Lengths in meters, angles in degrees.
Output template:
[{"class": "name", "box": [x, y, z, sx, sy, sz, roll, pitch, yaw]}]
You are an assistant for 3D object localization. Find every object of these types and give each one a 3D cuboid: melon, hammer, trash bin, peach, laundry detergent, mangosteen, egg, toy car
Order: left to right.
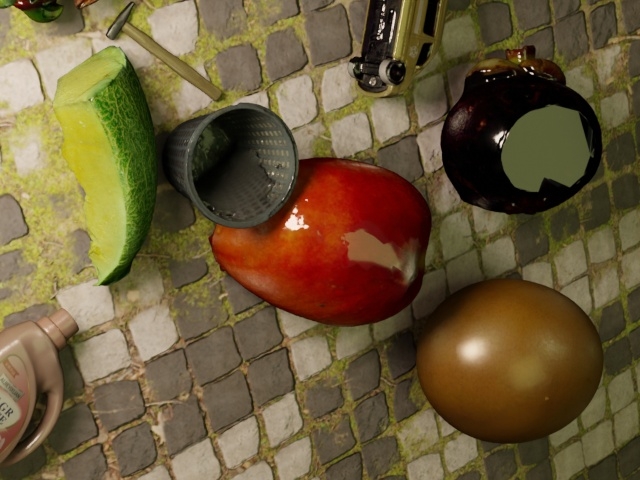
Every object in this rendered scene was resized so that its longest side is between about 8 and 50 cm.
[{"class": "laundry detergent", "box": [-0.423, 0.211, 1.588, 0.237, 0.076, 0.171, -39, 121, -22]}, {"class": "melon", "box": [-0.282, -0.088, 1.578, 0.124, 0.196, 0.323, -6, 118, 4]}, {"class": "hammer", "box": [-0.215, -0.264, 1.637, 0.199, 0.013, 0.062, 35, 83, -35]}, {"class": "trash bin", "box": [-0.142, -0.114, 1.631, 0.175, 0.161, 0.175, -6, 102, -29]}, {"class": "peach", "box": [0.000, 0.000, 1.763, 0.338, 0.281, 0.281, 7, 100, 0]}, {"class": "toy car", "box": [0.133, -0.347, 1.794, 0.124, 0.101, 0.256, 4, 99, -38]}, {"class": "egg", "box": [0.326, 0.204, 1.954, 0.351, 0.283, 0.282, -3, 104, -38]}, {"class": "mangosteen", "box": [0.332, -0.183, 1.889, 0.288, 0.233, 0.287, -2, 100, -11]}]

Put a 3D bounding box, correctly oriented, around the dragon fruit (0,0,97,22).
[{"class": "dragon fruit", "box": [-0.328, -0.401, 1.423, 0.295, 0.130, 0.268, -41, 163, -29]}]
